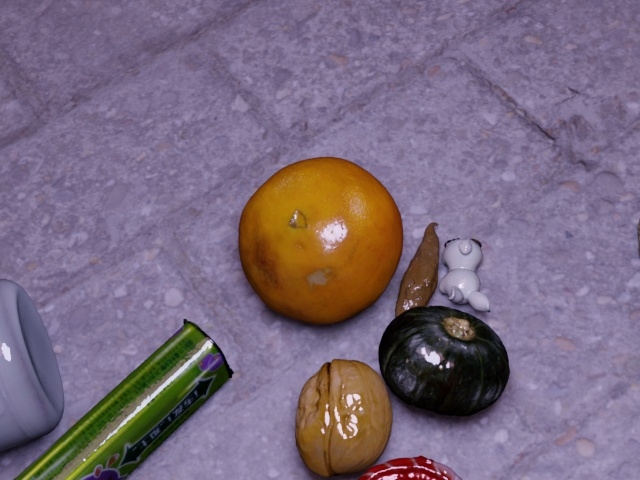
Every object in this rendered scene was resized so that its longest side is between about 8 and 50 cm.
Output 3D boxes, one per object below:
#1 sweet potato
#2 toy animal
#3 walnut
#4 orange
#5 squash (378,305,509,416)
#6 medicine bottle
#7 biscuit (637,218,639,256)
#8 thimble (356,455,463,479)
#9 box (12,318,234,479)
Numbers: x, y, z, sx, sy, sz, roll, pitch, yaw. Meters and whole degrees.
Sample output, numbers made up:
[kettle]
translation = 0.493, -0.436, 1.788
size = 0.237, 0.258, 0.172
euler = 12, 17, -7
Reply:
[sweet potato]
translation = 0.165, 0.056, 1.514
size = 0.060, 0.068, 0.206
euler = 26, 56, -11
[toy animal]
translation = 0.232, 0.060, 1.505
size = 0.071, 0.085, 0.124
euler = 13, 66, -10
[walnut]
translation = 0.034, 0.256, 1.364
size = 0.144, 0.144, 0.180
euler = -3, 55, 1
[orange]
translation = 0.000, 0.000, 1.456
size = 0.261, 0.261, 0.261
euler = -1, 60, 2
[squash]
translation = 0.181, 0.178, 1.384
size = 0.193, 0.193, 0.156
euler = 40, 104, 22
[medicine bottle]
translation = -0.554, 0.209, 1.355
size = 0.306, 0.245, 0.245
euler = -19, 61, -7
[biscuit]
translation = 0.549, 0.115, 1.418
size = 0.078, 0.144, 0.426
euler = 1, 60, 4
[thimble]
translation = 0.120, 0.390, 1.290
size = 0.190, 0.125, 0.163
euler = -24, 59, -10
[box]
translation = -0.286, 0.270, 1.373
size = 0.097, 0.134, 0.345
euler = 39, 70, 23
